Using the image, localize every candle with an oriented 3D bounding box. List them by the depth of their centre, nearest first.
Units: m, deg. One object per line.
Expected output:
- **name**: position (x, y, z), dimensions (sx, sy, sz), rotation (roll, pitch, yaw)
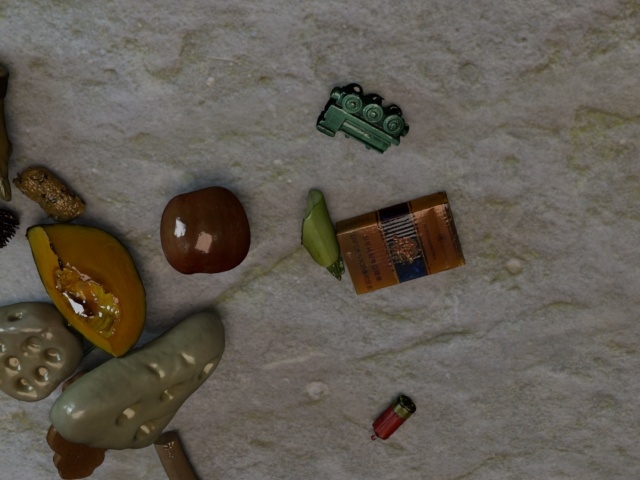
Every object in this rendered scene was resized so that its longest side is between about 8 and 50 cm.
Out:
- **candle**: position (0.158, 0.409, 2.116), dimensions (0.052, 0.052, 0.130), rotation (34, 110, -15)

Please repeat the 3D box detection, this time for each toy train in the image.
- **toy train**: position (0.084, -0.232, 1.814), dimensions (0.171, 0.071, 0.111), rotation (27, 121, -14)

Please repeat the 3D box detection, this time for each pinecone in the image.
- **pinecone**: position (-0.649, -0.024, 1.885), dimensions (0.077, 0.083, 0.077), rotation (8, 156, 4)

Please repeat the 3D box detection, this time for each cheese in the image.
- **cheese**: position (-0.373, 0.288, 1.904), dimensions (0.129, 0.328, 0.351), rotation (47, 107, 25)
- **cheese**: position (-0.620, 0.234, 1.983), dimensions (0.235, 0.117, 0.217), rotation (9, 115, -6)

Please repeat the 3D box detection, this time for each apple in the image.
- **apple**: position (-0.230, -0.016, 1.849), dimensions (0.181, 0.181, 0.168), rotation (-13, 94, 5)

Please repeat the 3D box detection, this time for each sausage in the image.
- **sausage**: position (-0.305, 0.574, 2.176), dimensions (0.066, 0.066, 0.301), rotation (-18, 112, 7)

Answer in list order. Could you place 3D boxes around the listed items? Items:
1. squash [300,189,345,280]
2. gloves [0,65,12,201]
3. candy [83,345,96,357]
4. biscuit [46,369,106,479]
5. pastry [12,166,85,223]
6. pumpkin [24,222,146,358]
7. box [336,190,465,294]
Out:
- **squash**: position (-0.003, 0.000, 1.910), dimensions (0.075, 0.090, 0.200), rotation (-20, 120, -1)
- **gloves**: position (-0.665, -0.183, 1.781), dimensions (0.154, 0.141, 0.331), rotation (1, 107, -30)
- **candy**: position (-0.459, 0.205, 2.016), dimensions (0.194, 0.062, 0.058), rotation (-36, 155, 23)
- **biscuit**: position (-0.513, 0.405, 2.068), dimensions (0.186, 0.044, 0.295), rotation (9, 115, -38)
- **pastry**: position (-0.540, -0.093, 1.870), dimensions (0.080, 0.056, 0.140), rotation (-31, 118, 20)
- **pumpkin**: position (-0.470, 0.087, 1.927), dimensions (0.148, 0.169, 0.312), rotation (-29, 95, -32)
- **box**: position (0.165, 0.007, 1.923), dimensions (0.237, 0.070, 0.152), rotation (-17, 113, 5)
